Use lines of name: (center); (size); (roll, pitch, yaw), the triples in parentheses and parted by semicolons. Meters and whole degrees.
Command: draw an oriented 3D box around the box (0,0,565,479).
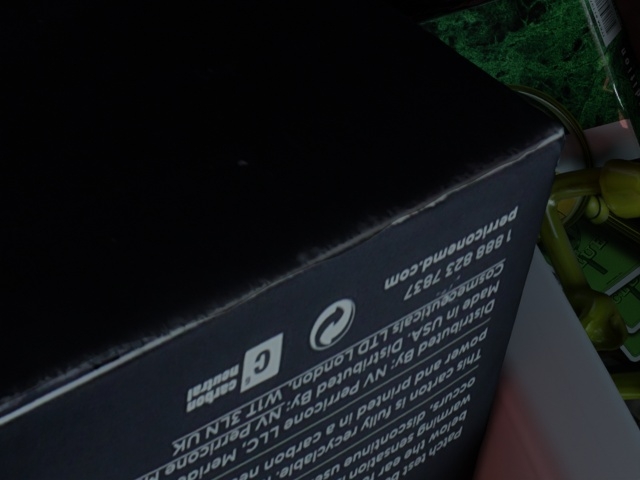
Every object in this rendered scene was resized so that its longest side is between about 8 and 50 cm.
box: (-0.136, 0.028, 0.564); (0.343, 0.179, 0.312); (40, 138, 30)

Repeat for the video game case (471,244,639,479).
video game case: (0.059, 0.184, 0.549); (0.036, 0.329, 0.300); (-5, 131, -16)

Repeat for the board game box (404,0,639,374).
board game box: (0.000, 0.000, 0.658); (0.260, 0.030, 0.136); (-14, 105, 32)

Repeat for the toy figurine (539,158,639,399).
toy figurine: (0.224, 0.111, 0.529); (0.191, 0.217, 0.362); (-38, 53, 39)
